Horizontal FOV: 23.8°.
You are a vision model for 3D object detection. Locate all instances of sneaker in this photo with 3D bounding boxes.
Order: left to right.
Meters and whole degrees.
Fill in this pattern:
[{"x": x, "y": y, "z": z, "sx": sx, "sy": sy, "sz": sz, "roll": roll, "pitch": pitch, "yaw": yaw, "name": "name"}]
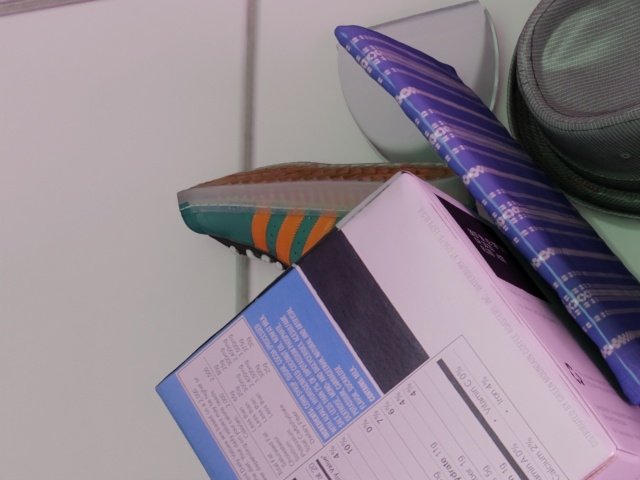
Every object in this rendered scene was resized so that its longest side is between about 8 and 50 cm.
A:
[{"x": 0.000, "y": 0.000, "z": 1.276, "sx": 0.302, "sy": 0.108, "sz": 0.121, "roll": 3, "pitch": 106, "yaw": 40, "name": "sneaker"}]

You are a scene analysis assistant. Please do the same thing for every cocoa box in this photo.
[{"x": 0.098, "y": 0.138, "z": 1.064, "sx": 0.228, "sy": 0.347, "sz": 0.231, "roll": -41, "pitch": 65, "yaw": 12, "name": "cocoa box"}]

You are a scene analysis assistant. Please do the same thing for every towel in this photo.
[{"x": 0.152, "y": -0.013, "z": 1.105, "sx": 0.040, "sy": 0.243, "sz": 0.336, "roll": -43, "pitch": 74, "yaw": 14, "name": "towel"}]

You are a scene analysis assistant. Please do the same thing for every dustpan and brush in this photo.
[{"x": 0.089, "y": -0.084, "z": 1.291, "sx": 0.147, "sy": 0.060, "sz": 0.211, "roll": -11, "pitch": 67, "yaw": 27, "name": "dustpan and brush"}]

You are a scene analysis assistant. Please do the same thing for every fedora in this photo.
[{"x": 0.263, "y": -0.143, "z": 1.175, "sx": 0.275, "sy": 0.124, "sz": 0.243, "roll": -9, "pitch": 75, "yaw": 24, "name": "fedora"}]
